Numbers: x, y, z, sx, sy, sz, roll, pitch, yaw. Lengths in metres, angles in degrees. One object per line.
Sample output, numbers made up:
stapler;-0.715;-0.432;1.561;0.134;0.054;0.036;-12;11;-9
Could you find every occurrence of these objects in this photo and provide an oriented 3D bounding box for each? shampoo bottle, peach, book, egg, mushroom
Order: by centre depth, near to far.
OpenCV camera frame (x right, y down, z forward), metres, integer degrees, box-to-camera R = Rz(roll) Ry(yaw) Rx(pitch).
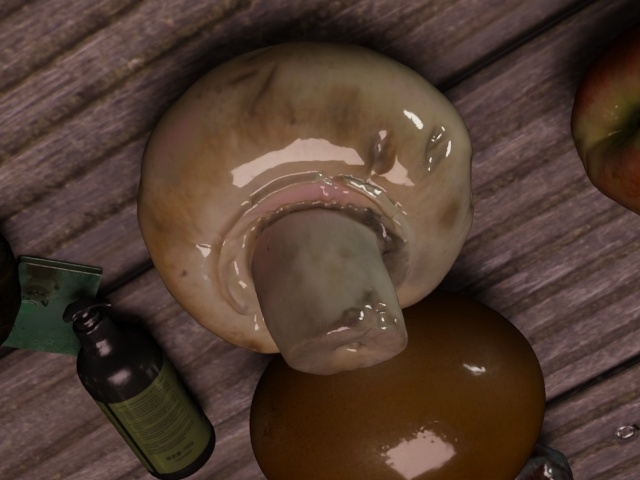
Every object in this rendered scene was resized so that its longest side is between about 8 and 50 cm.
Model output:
mushroom;-0.010;-0.014;1.390;0.353;0.353;0.325;10;158;-16
peach;0.394;-0.119;1.397;0.256;0.232;0.232;0;132;-35
egg;0.089;0.200;1.570;0.351;0.282;0.283;-11;130;8
book;-0.323;0.079;1.584;0.103;0.017;0.135;10;127;-17
shampoo bottle;-0.226;0.172;1.619;0.101;0.101;0.284;-21;128;9

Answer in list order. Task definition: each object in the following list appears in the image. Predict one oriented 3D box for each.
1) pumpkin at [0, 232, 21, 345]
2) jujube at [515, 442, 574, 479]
pumpkin;-0.437;0.058;1.462;0.223;0.157;0.224;-9;125;-13
jujube;0.221;0.391;1.787;0.246;0.215;0.308;-5;128;-5
